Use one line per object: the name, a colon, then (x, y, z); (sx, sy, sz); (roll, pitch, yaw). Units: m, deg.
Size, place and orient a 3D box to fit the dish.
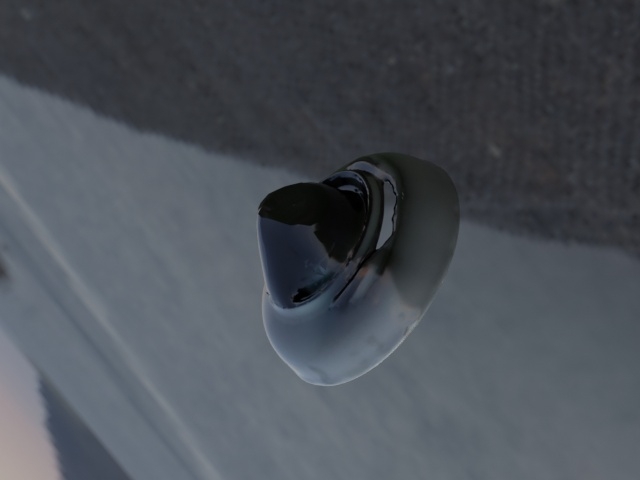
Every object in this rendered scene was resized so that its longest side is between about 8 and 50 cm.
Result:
dish: (0.000, 0.000, 1.004); (0.078, 0.141, 0.141); (33, 180, -30)
